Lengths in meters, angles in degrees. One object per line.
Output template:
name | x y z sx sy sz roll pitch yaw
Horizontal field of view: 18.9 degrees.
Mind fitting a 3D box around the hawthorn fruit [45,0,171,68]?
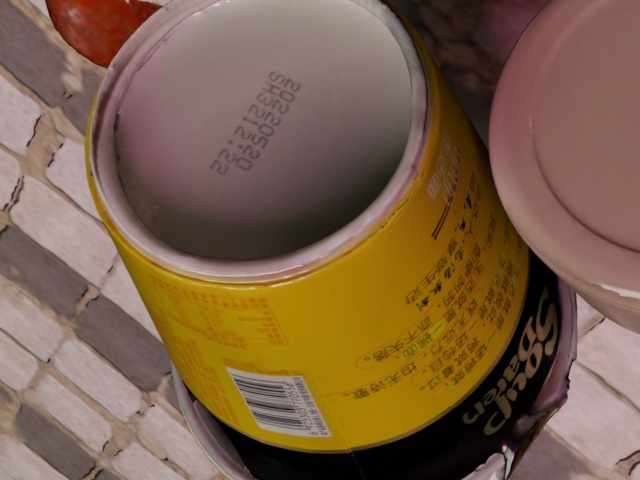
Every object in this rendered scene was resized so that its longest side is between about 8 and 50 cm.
hawthorn fruit | -0.045 -0.153 0.915 0.194 0.157 0.157 5 140 12

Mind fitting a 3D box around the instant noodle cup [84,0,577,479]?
instant noodle cup | 0.000 0.000 0.870 0.215 0.215 0.236 23 164 23

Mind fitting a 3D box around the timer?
timer | 0.190 0.001 0.898 0.175 0.175 0.266 21 163 26
